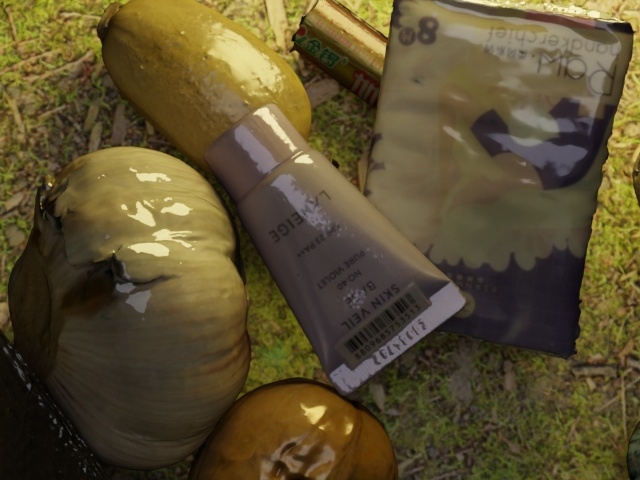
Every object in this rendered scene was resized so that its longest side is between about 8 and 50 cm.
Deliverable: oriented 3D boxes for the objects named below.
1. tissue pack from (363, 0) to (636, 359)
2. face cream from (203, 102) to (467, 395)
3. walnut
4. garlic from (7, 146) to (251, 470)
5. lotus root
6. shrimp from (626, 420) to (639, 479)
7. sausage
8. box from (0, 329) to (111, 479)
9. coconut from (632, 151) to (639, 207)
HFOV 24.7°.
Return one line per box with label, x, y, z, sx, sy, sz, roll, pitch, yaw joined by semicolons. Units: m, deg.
tissue pack;0.168;-0.075;1.470;0.242;0.125;0.343;11;100;9
face cream;0.000;0.000;1.419;0.154;0.096;0.274;-38;85;-1
walnut;-0.030;0.245;1.427;0.195;0.195;0.221;34;75;6
garlic;-0.186;0.074;1.407;0.241;0.322;0.321;10;77;-8
lotus root;-0.112;-0.158;1.541;0.303;0.131;0.146;40;81;7
shrimp;0.402;0.333;1.429;0.137;0.172;0.372;-18;72;-11
sausage;0.135;-0.129;1.574;0.372;0.082;0.082;36;79;5
box;-0.310;0.227;1.350;0.143;0.184;0.273;-40;100;-36
coconut;0.491;-0.049;1.459;0.353;0.352;0.352;0;78;-2
